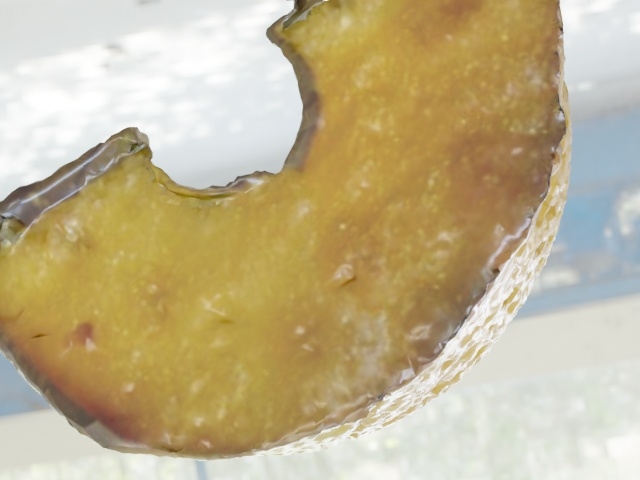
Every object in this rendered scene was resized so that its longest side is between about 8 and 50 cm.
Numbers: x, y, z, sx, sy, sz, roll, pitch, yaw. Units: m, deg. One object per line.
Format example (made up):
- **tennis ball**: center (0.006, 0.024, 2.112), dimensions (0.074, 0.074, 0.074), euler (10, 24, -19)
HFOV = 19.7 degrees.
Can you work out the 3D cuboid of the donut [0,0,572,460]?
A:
- **donut**: center (-0.002, 0.006, 0.672), dimensions (0.259, 0.152, 0.101), euler (-31, 152, 10)
